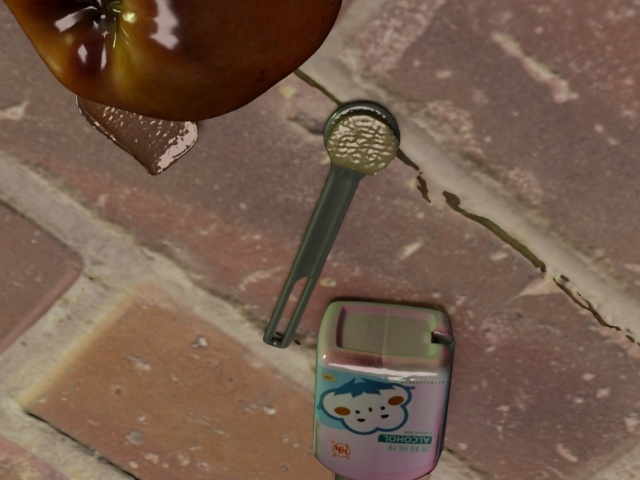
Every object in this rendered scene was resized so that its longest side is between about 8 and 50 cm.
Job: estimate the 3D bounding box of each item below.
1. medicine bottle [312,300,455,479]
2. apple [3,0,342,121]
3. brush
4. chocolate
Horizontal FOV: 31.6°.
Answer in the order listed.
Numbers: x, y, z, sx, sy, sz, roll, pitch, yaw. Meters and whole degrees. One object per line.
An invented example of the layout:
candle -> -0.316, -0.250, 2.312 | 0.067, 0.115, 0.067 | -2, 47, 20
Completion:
medicine bottle -> 0.054, 0.154, 1.013 | 0.119, 0.094, 0.188 | 5, 124, 4
apple -> -0.093, -0.185, 0.726 | 0.233, 0.234, 0.234 | 2, 124, 3
brush -> 0.000, 0.000, 0.955 | 0.062, 0.027, 0.266 | 18, 124, -6
chocolate -> -0.144, -0.104, 0.896 | 0.064, 0.031, 0.100 | -44, 115, 9
